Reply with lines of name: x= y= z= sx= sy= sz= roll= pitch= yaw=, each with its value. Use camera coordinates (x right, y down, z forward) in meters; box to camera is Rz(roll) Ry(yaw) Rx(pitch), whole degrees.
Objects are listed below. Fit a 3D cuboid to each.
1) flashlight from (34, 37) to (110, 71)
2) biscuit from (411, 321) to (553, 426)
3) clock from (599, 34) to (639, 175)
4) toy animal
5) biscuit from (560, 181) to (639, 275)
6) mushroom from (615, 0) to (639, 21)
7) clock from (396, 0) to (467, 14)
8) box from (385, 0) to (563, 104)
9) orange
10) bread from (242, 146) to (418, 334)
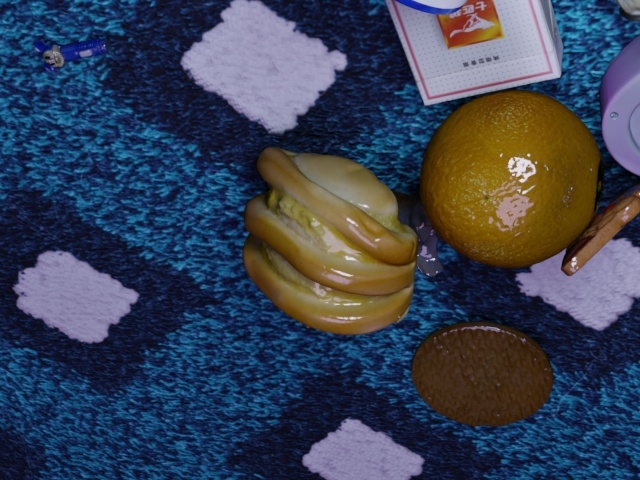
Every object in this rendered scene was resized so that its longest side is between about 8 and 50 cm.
flashlight: x=-0.386 y=-0.293 z=2.065 sx=0.121 sy=0.035 sz=0.057 roll=-7 pitch=128 yaw=18
biscuit: x=0.291 y=0.239 z=2.382 sx=0.262 sy=0.037 sz=0.262 roll=6 pitch=132 yaw=6
clock: x=0.576 y=-0.181 z=1.914 sx=0.338 sy=0.102 sz=0.338 roll=6 pitch=132 yaw=7
toy animal: x=0.183 y=-0.054 z=2.093 sx=0.272 sy=0.160 sz=0.197 roll=2 pitch=129 yaw=1
biscuit: x=0.426 y=-0.021 z=1.984 sx=0.043 sy=0.280 sz=0.183 roll=48 pitch=137 yaw=8
mushroom: x=0.487 y=-0.399 z=1.688 sx=0.267 sy=0.189 sz=0.164 roll=-15 pitch=112 yaw=26
clock: x=0.101 y=-0.382 z=1.635 sx=0.230 sy=0.230 sz=0.083 roll=28 pitch=122 yaw=-13
box: x=0.196 y=-0.360 z=1.843 sx=0.210 sy=0.095 sz=0.330 roll=-10 pitch=126 yaw=20
orange: x=0.280 y=-0.092 z=1.938 sx=0.274 sy=0.274 sz=0.274 roll=6 pitch=131 yaw=7
bread: x=0.000 y=0.000 z=2.063 sx=0.315 sy=0.211 sz=0.270 roll=37 pitch=145 yaw=31
